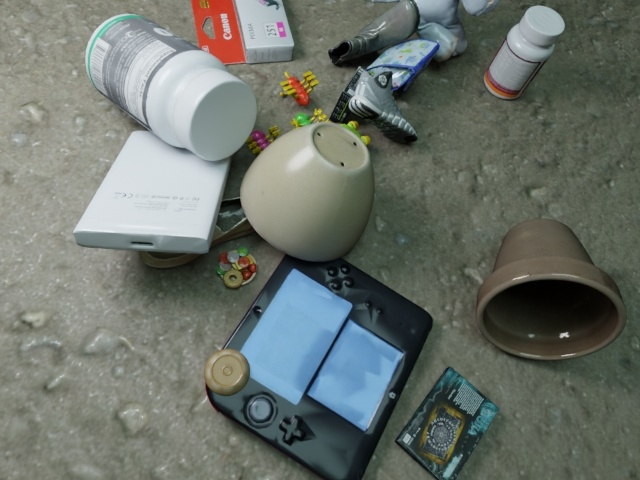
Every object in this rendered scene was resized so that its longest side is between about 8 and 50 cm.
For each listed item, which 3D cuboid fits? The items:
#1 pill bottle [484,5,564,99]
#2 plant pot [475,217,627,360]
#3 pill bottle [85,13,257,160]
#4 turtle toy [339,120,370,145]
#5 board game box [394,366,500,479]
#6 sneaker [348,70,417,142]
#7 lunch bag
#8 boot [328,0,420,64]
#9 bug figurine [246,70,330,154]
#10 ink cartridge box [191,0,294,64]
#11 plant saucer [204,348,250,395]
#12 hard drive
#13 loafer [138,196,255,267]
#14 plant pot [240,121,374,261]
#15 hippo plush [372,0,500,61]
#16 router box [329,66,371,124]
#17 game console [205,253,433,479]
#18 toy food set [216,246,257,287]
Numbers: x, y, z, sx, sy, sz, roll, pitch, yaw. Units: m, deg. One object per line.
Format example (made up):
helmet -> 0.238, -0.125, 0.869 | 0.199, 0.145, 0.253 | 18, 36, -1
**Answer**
pill bottle -> 0.527, -0.484, 1.281 | 0.121, 0.221, 0.121 | 3, 64, -7
plant pot -> 0.458, 0.078, 1.010 | 0.262, 0.263, 0.229 | 19, 47, 1
pill bottle -> -0.316, -0.324, 1.046 | 0.361, 0.204, 0.204 | 36, 64, 26
turtle toy -> 0.068, -0.226, 1.177 | 0.095, 0.066, 0.130 | -22, 70, -42
board game box -> 0.247, 0.357, 0.952 | 0.126, 0.026, 0.186 | 40, 66, 11
sneaker -> 0.168, -0.327, 1.164 | 0.228, 0.086, 0.132 | 21, 79, -44
lunch bag -> 0.216, -0.449, 1.256 | 0.129, 0.151, 0.096 | -50, 118, -25
boot -> 0.129, -0.511, 1.242 | 0.161, 0.246, 0.084 | -31, 101, -23
bug figurine -> -0.115, -0.295, 1.180 | 0.278, 0.072, 0.216 | -25, 69, -17
ink cartridge box -> -0.215, -0.594, 1.315 | 0.238, 0.060, 0.275 | -9, 67, -14
plant saucer -> -0.169, 0.236, 0.890 | 0.083, 0.015, 0.084 | 4, 66, -9
hard drive -> -0.314, -0.112, 0.996 | 0.232, 0.047, 0.353 | 3, 41, -2
loafer -> -0.249, -0.031, 1.024 | 0.268, 0.092, 0.102 | -25, 70, -19
plant pot -> -0.001, -0.128, 1.005 | 0.283, 0.191, 0.284 | 16, 48, -18
hippo plush -> 0.339, -0.655, 1.288 | 0.294, 0.236, 0.234 | 38, 47, -14
router box -> 0.072, -0.350, 1.206 | 0.038, 0.122, 0.092 | 31, 65, -3
game console -> 0.005, 0.222, 0.963 | 0.341, 0.060, 0.387 | 30, 65, 6
toy food set -> -0.176, 0.055, 1.035 | 0.083, 0.020, 0.083 | -28, 72, -19
